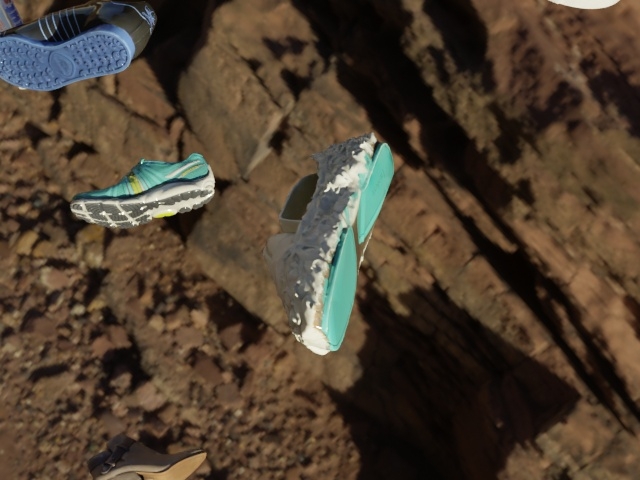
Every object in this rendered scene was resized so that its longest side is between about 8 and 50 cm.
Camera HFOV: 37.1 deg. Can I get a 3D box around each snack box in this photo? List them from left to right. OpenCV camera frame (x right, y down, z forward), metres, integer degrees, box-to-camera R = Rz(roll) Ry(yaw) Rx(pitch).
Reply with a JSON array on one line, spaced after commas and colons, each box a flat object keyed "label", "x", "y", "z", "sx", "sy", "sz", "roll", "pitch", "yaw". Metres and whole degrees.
[{"label": "snack box", "x": -0.428, "y": -0.291, "z": 1.297, "sx": 0.022, "sy": 0.064, "sz": 0.178, "roll": -41, "pitch": 121, "yaw": -36}]

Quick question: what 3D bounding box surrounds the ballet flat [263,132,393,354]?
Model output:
[{"label": "ballet flat", "x": 0.000, "y": 0.000, "z": 1.277, "sx": 0.147, "sy": 0.147, "sz": 0.409, "roll": 36, "pitch": 39, "yaw": -11}]

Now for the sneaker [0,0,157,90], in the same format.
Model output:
[{"label": "sneaker", "x": -0.303, "y": -0.243, "z": 1.165, "sx": 0.090, "sy": 0.232, "sz": 0.081, "roll": -63, "pitch": 143, "yaw": -41}]

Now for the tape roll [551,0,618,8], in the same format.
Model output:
[{"label": "tape roll", "x": 0.459, "y": -0.551, "z": 1.687, "sx": 0.246, "sy": 0.169, "sz": 0.246, "roll": 8, "pitch": 49, "yaw": -9}]

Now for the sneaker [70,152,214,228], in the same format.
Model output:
[{"label": "sneaker", "x": -0.340, "y": -0.096, "z": 1.820, "sx": 0.275, "sy": 0.107, "sz": 0.110, "roll": -13, "pitch": 66, "yaw": -5}]

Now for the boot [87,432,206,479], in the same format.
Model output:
[{"label": "boot", "x": -0.202, "y": 0.250, "z": 1.086, "sx": 0.087, "sy": 0.042, "sz": 0.118, "roll": 33, "pitch": 40, "yaw": 31}]
